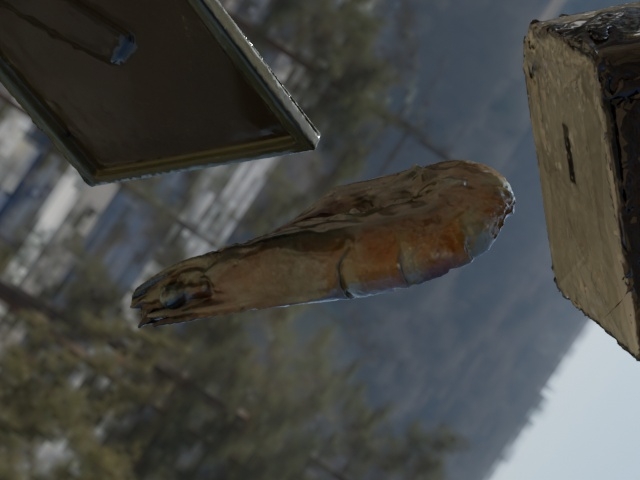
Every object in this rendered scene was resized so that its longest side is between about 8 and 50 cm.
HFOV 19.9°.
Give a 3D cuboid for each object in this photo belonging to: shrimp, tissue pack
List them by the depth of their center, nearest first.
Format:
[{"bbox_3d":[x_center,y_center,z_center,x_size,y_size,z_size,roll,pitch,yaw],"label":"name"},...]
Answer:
[{"bbox_3d":[0.322,-0.074,1.158,0.198,0.370,0.210,-119,-163,-69],"label":"tissue pack"},{"bbox_3d":[0.000,0.000,1.428,0.317,0.062,0.164,-15,-157,14],"label":"shrimp"}]

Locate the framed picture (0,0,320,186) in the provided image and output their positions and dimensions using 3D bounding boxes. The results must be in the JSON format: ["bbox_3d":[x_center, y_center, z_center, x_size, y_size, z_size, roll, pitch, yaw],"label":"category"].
[{"bbox_3d":[-0.182,-0.171,1.387,0.247,0.335,0.022,-8,-136,38],"label":"framed picture"}]
